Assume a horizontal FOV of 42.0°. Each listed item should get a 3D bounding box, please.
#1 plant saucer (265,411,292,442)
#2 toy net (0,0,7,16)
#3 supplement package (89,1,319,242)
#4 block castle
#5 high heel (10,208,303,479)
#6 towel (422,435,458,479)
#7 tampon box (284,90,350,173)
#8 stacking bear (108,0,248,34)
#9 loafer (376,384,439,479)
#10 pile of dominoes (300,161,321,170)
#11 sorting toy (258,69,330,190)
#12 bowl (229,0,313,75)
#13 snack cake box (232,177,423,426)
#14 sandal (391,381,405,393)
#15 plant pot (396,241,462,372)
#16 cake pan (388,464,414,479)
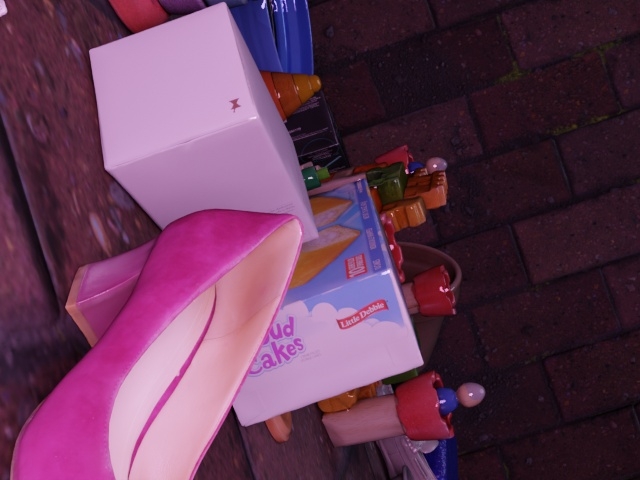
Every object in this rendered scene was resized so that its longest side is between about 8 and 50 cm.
[{"bbox_3d":[-0.043,0.145,0.771,0.083,0.013,0.083,-19,90,-85],"label":"plant saucer"},{"bbox_3d":[-0.170,-0.197,0.454,0.232,0.045,0.122,-98,169,-62],"label":"toy net"},{"bbox_3d":[-0.079,-0.066,0.618,0.179,0.105,0.105,63,10,-62],"label":"supplement package"},{"bbox_3d":[0.103,0.051,1.171,0.453,0.213,0.302,-63,136,-69],"label":"block castle"},{"bbox_3d":[-0.052,0.072,0.353,0.244,0.117,0.082,-100,171,-58],"label":"high heel"},{"bbox_3d":[0.239,0.527,1.729,0.227,0.076,0.308,66,23,-52],"label":"towel"},{"bbox_3d":[-0.025,-0.160,1.411,0.161,0.121,0.101,57,17,-72],"label":"tampon box"},{"bbox_3d":[-0.048,-0.293,0.699,0.175,0.289,0.164,-94,165,-70],"label":"stacking bear"},{"bbox_3d":[0.167,0.385,1.575,0.112,0.112,0.319,-12,84,-85],"label":"loafer"},{"bbox_3d":[0.000,0.000,1.348,0.196,0.040,0.251,33,46,-65],"label":"pile of dominoes"},{"bbox_3d":[-0.045,-0.154,1.163,0.365,0.126,0.127,-102,172,-56],"label":"sorting toy"},{"bbox_3d":[-0.091,-0.416,1.461,0.391,0.077,0.390,-7,90,-80],"label":"bowl"},{"bbox_3d":[-0.007,0.040,0.747,0.264,0.152,0.089,-95,165,-71],"label":"snack cake box"},{"bbox_3d":[0.203,0.391,1.958,0.167,0.107,0.445,64,10,-56],"label":"sandal"},{"bbox_3d":[0.157,0.158,1.764,0.263,0.263,0.229,-98,-172,-63],"label":"plant pot"},{"bbox_3d":[0.160,0.520,1.369,0.293,0.054,0.293,-18,90,-85],"label":"cake pan"}]
